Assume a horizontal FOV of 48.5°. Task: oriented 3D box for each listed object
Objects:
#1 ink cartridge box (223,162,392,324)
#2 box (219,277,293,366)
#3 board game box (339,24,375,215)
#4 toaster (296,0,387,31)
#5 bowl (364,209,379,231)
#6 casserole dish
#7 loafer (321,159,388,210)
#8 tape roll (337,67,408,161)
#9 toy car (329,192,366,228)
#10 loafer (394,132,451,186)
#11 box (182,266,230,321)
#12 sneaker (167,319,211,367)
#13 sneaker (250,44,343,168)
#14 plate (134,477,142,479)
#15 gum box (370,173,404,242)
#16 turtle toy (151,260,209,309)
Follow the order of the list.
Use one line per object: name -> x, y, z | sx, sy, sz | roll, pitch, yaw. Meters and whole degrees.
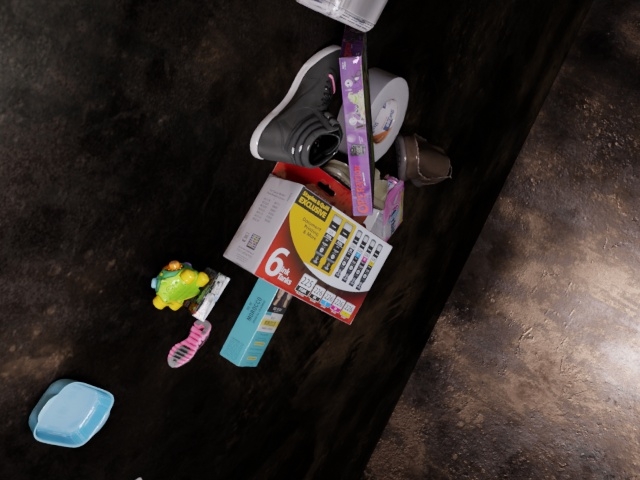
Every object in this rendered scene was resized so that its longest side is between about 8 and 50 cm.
ink cartridge box -> -0.004, -0.007, 1.522 | 0.309, 0.130, 0.271 | 31, 86, -41
box -> -0.138, 0.176, 1.673 | 0.244, 0.060, 0.100 | -62, 157, 1
board game box -> 0.080, -0.250, 1.462 | 0.208, 0.056, 0.346 | -88, 173, -55
toaster -> 0.048, -0.469, 1.271 | 0.227, 0.129, 0.146 | -10, 126, -63
bowl -> 0.097, -0.057, 1.915 | 0.142, 0.053, 0.142 | -60, 157, -2
casserole dish -> -0.432, 0.294, 1.225 | 0.114, 0.037, 0.188 | -58, 157, -11
loafer -> 0.087, -0.150, 1.734 | 0.268, 0.102, 0.092 | 27, 79, -59
tape roll -> 0.124, -0.295, 1.690 | 0.219, 0.072, 0.219 | -45, 151, -34
toy car -> 0.043, -0.017, 1.724 | 0.159, 0.136, 0.181 | -3, 112, -61
loafer -> 0.295, -0.234, 1.994 | 0.366, 0.130, 0.133 | 2, 81, -71
box -> -0.221, 0.101, 1.360 | 0.094, 0.027, 0.137 | -60, -163, -8
sneaker -> -0.270, 0.222, 1.480 | 0.119, 0.047, 0.057 | -49, 165, -26
sneaker -> 0.004, -0.253, 1.391 | 0.295, 0.147, 0.104 | -55, 154, -19
plate -> -0.487, 0.688, 1.531 | 0.278, 0.045, 0.277 | -29, 140, -53
gum box -> 0.187, -0.092, 2.050 | 0.107, 0.062, 0.188 | -50, 154, -27
turtle toy -> -0.259, 0.076, 1.305 | 0.095, 0.066, 0.130 | -41, 162, 10
